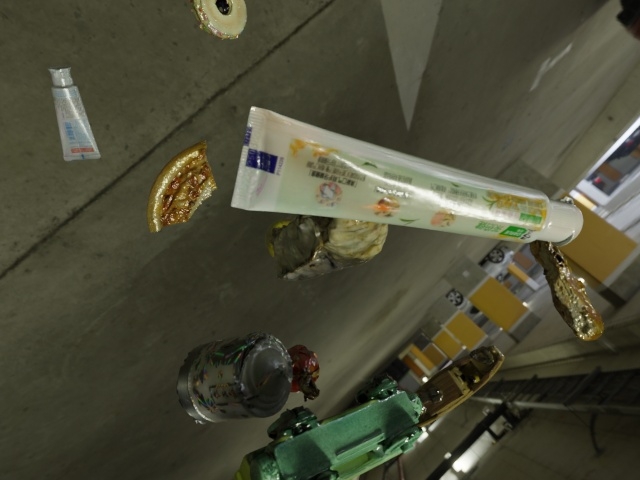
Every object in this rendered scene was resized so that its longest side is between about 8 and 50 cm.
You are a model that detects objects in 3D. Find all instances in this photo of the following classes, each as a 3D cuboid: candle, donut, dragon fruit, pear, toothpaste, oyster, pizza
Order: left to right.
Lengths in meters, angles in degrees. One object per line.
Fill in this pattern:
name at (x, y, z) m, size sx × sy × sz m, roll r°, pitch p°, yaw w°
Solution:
toothpaste at (-0.637, -0.318, 1.110) m, size 0.089 × 0.057 × 0.234 m, roll -8°, pitch 119°, yaw -15°
pizza at (-0.357, -0.133, 1.115) m, size 0.271 × 0.134 × 0.056 m, roll -50°, pitch -162°, yaw -7°
donut at (-0.282, -0.638, 1.188) m, size 0.175 × 0.068 × 0.174 m, roll -7°, pitch 99°, yaw -46°
candle at (-0.156, 0.294, 0.941) m, size 0.330 × 0.187 × 0.187 m, roll -20°, pitch 177°, yaw 35°
pear at (-0.143, 0.003, 1.848) m, size 0.200 × 0.200 × 0.200 m, roll -39°, pitch 159°, yaw -18°
dragon fruit at (-0.051, 0.361, 1.159) m, size 0.126 × 0.125 × 0.246 m, roll -25°, pitch -165°, yaw -9°
oyster at (-0.001, 0.005, 0.707) m, size 0.166 × 0.110 × 0.341 m, roll -12°, pitch 177°, yaw -40°
toothpaste at (0.088, -0.037, 0.368) m, size 0.315 × 0.058 × 0.056 m, roll 9°, pitch 160°, yaw -17°
pizza at (0.549, 0.091, 0.993) m, size 0.071 × 0.296 × 0.189 m, roll -29°, pitch 167°, yaw 32°

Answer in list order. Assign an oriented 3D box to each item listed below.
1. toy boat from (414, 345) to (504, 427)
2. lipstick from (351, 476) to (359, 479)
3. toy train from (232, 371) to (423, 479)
toy boat at (0.317, 0.367, 1.079) m, size 0.321 × 0.089 × 0.121 m, roll -46°, pitch 148°, yaw 22°
lipstick at (0.034, 0.522, 0.899) m, size 0.253 × 0.078 × 0.078 m, roll -54°, pitch 142°, yaw -50°
toy train at (0.031, 0.392, 0.811) m, size 0.369 × 0.150 × 0.237 m, roll -7°, pitch 136°, yaw -33°
